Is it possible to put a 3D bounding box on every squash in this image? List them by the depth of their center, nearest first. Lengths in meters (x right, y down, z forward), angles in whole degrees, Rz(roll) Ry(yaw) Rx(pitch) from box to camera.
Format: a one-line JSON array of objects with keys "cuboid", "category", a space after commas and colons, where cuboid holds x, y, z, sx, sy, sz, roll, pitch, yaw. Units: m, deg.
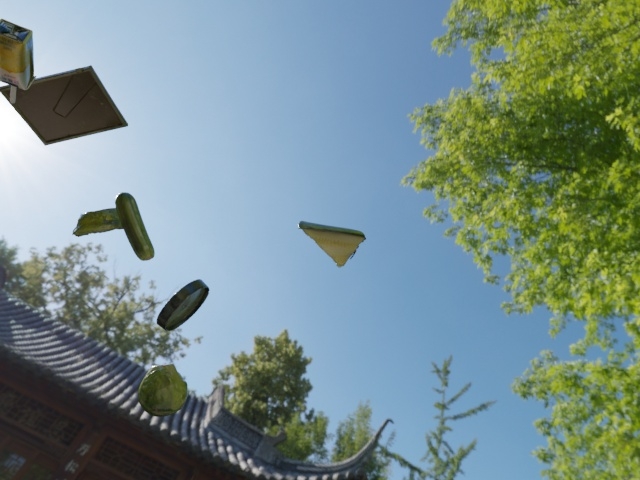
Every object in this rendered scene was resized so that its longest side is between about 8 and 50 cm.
[{"cuboid": [-0.576, -0.045, 1.257, 0.066, 0.066, 0.228, -31, -99, 39], "category": "squash"}, {"cuboid": [0.000, 0.000, 1.362, 0.252, 0.093, 0.169, 8, -47, -29], "category": "squash"}]

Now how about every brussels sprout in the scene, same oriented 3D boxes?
[{"cuboid": [-0.563, 0.531, 1.441, 0.162, 0.144, 0.180, -23, -103, 22], "category": "brussels sprout"}]

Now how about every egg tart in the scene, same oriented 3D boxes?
[{"cuboid": [-0.726, -0.063, 1.357, 0.197, 0.197, 0.078, -6, -84, 27], "category": "egg tart"}]

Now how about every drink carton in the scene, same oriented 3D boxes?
[{"cuboid": [-0.759, -0.436, 1.010, 0.084, 0.074, 0.200, 14, -36, -27], "category": "drink carton"}]

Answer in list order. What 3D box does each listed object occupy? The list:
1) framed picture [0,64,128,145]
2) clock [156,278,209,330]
[{"cuboid": [-0.800, -0.418, 1.280, 0.290, 0.020, 0.211, -12, -40, 2], "category": "framed picture"}, {"cuboid": [-0.488, 0.233, 1.457, 0.042, 0.215, 0.214, 39, -45, 10], "category": "clock"}]
